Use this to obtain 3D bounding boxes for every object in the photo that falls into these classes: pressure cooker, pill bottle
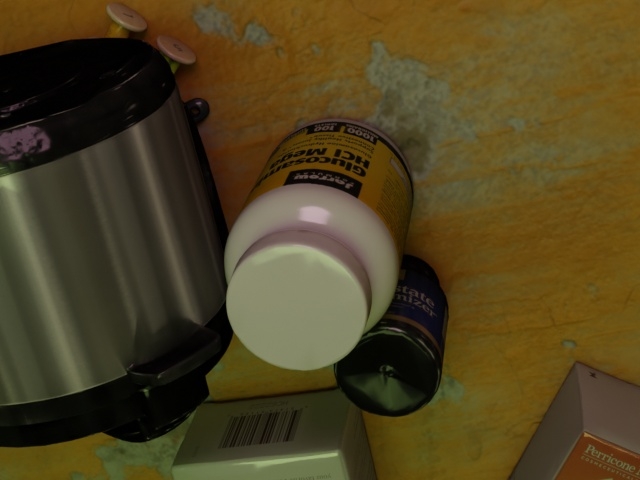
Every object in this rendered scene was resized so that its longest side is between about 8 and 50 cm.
[{"bbox_3d":[-0.291,0.024,1.276,0.376,0.370,0.420,-12,113,4],"label":"pressure cooker"},{"bbox_3d":[0.000,0.000,1.291,0.188,0.334,0.188,3,114,7],"label":"pill bottle"},{"bbox_3d":[0.089,0.103,1.387,0.123,0.219,0.122,3,115,8],"label":"pill bottle"}]

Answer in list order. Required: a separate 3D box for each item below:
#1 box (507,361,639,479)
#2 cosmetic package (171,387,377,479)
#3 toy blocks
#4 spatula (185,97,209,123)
[{"bbox_3d":[0.349,0.366,1.490,0.215,0.168,0.345,22,115,-1],"label":"box"},{"bbox_3d":[-0.023,0.439,1.590,0.230,0.161,0.453,-7,113,12],"label":"cosmetic package"},{"bbox_3d":[-0.235,-0.190,1.401,0.123,0.054,0.148,33,115,-6],"label":"toy blocks"},{"bbox_3d":[-0.263,-0.101,1.459,0.296,0.030,0.084,-25,109,19],"label":"spatula"}]
